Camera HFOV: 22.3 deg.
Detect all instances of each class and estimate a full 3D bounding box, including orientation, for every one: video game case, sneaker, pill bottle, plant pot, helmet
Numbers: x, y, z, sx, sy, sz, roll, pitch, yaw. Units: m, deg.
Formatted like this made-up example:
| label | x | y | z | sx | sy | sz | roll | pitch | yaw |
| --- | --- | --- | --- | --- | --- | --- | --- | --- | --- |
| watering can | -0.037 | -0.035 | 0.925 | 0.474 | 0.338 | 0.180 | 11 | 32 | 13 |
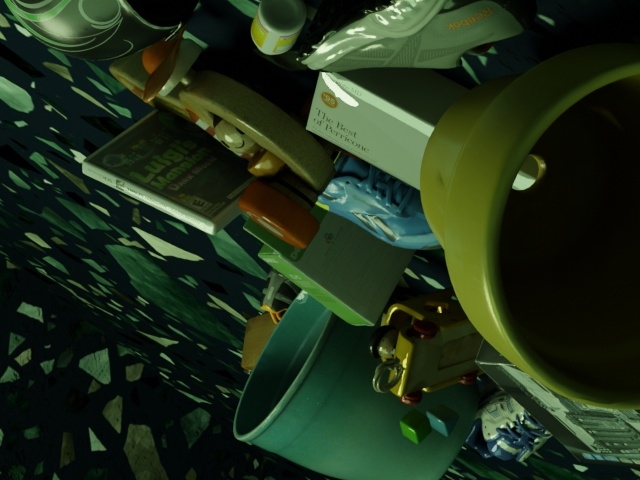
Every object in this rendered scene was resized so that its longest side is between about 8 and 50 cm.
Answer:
| label | x | y | z | sx | sy | sz | roll | pitch | yaw |
| --- | --- | --- | --- | --- | --- | --- | --- | --- | --- |
| video game case | -0.131 | -0.090 | 1.753 | 0.173 | 0.190 | 0.022 | 25 | 131 | 21 |
| sneaker | 0.279 | 0.229 | 2.083 | 0.112 | 0.131 | 0.296 | 34 | 164 | -7 |
| sneaker | -0.032 | 0.097 | 2.354 | 0.084 | 0.083 | 0.215 | 20 | 163 | 32 |
| pill bottle | -0.039 | -0.194 | 1.460 | 0.043 | 0.043 | 0.083 | 31 | 166 | -3 |
| plant pot | 0.191 | -0.029 | 1.207 | 0.254 | 0.254 | 0.239 | 37 | -179 | -23 |
| plant pot | 0.061 | 0.208 | 2.170 | 0.255 | 0.272 | 0.271 | 32 | 166 | -12 |
| sneaker | 0.056 | -0.053 | 1.700 | 0.209 | 0.069 | 0.082 | 24 | 160 | 26 |
| sneaker | 0.065 | -0.166 | 1.243 | 0.108 | 0.100 | 0.271 | 30 | 166 | -20 |
| helmet | -0.197 | -0.237 | 1.377 | 0.161 | 0.169 | 0.169 | -1 | 149 | 37 |

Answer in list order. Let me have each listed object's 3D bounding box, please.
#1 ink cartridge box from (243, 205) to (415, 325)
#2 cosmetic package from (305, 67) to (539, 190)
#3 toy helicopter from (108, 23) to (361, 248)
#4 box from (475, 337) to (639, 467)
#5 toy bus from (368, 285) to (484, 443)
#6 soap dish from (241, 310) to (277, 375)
| label | x | y | z | sx | sy | sz | roll | pitch | yaw |
| --- | --- | --- | --- | --- | --- | --- | --- | --- | --- |
| ink cartridge box | 0.000 | 0.000 | 1.906 | 0.209 | 0.109 | 0.062 | 37 | 164 | -23 |
| cosmetic package | 0.108 | -0.089 | 1.439 | 0.239 | 0.060 | 0.099 | 28 | 145 | 9 |
| toy helicopter | -0.125 | -0.141 | 1.651 | 0.235 | 0.140 | 0.355 | 38 | 173 | -39 |
| box | 0.355 | 0.163 | 1.709 | 0.307 | 0.077 | 0.242 | 1 | 149 | 42 |
| toy bus | 0.117 | 0.118 | 1.908 | 0.104 | 0.191 | 0.202 | 29 | 164 | 38 |
| soap dish | 0.019 | 0.213 | 2.571 | 0.290 | 0.118 | 0.229 | 32 | 166 | -11 |
